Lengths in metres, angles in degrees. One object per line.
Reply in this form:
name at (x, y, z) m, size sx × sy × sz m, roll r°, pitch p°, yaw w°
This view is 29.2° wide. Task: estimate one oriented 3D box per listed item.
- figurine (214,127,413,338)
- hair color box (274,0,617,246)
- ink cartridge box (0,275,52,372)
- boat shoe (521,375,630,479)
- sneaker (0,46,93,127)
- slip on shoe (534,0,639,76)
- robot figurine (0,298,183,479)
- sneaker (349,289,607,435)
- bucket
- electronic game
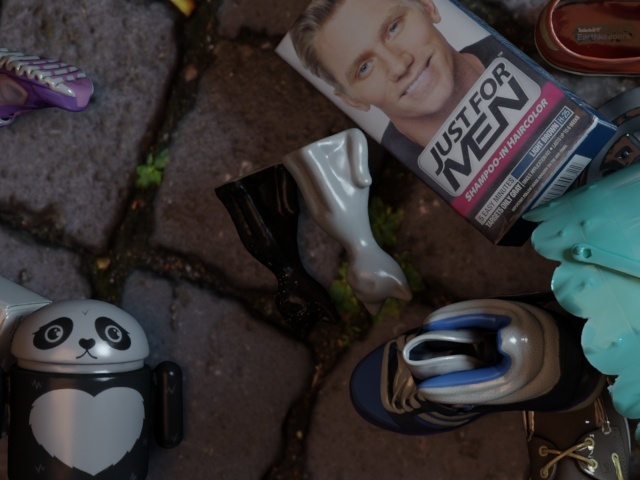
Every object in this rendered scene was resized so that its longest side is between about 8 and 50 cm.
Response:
figurine at (0.000, 0.000, 1.406) m, size 0.215 × 0.092 × 0.209 m, roll -20°, pitch 93°, yaw 48°
hair color box at (0.133, -0.167, 1.356) m, size 0.347 × 0.105 × 0.174 m, roll 43°, pitch 106°, yaw 20°
ink cartridge box at (-0.517, 0.117, 1.580) m, size 0.283 × 0.117 × 0.207 m, roll 25°, pitch 98°, yaw 16°
boat shoe at (0.284, 0.264, 1.349) m, size 0.117 × 0.097 × 0.324 m, roll -9°, pitch 88°, yaw 18°
sneaker at (-0.395, -0.187, 1.557) m, size 0.236 × 0.095 × 0.104 m, roll 16°, pitch 102°, yaw 21°
slip on shoe at (0.392, -0.228, 1.305) m, size 0.331 × 0.101 × 0.123 m, roll 1°, pitch 90°, yaw 16°
robot figurine at (-0.290, 0.210, 1.482) m, size 0.174 × 0.209 × 0.278 m, roll 3°, pitch 92°, yaw 30°
sneaker at (0.117, 0.126, 1.290) m, size 0.323 × 0.236 × 0.130 m, roll -9°, pitch 70°, yaw 35°
bucket at (0.341, 0.045, 1.203) m, size 0.183 × 0.281 × 0.281 m, roll -28°, pitch 83°, yaw 15°
electronic game at (0.378, -0.058, 1.339) m, size 0.229 × 0.048 × 0.229 m, roll 2°, pitch 98°, yaw 18°
